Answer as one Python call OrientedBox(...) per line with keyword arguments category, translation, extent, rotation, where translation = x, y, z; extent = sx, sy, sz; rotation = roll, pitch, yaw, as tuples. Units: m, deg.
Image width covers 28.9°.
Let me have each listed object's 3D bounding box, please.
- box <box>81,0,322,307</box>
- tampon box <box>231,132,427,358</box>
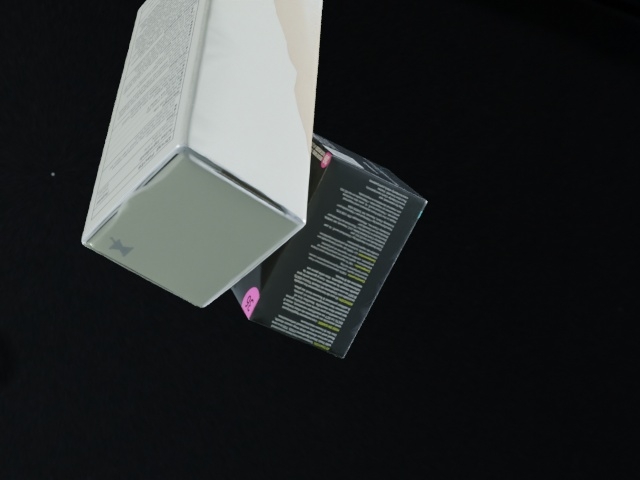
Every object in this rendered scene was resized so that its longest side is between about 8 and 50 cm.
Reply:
OrientedBox(category="box", translation=(-0.092, -0.115, 1.049), extent=(0.121, 0.311, 0.148), rotation=(32, -49, -26))
OrientedBox(category="tampon box", translation=(0.000, 0.000, 1.114), extent=(0.101, 0.120, 0.161), rotation=(25, -81, -21))
